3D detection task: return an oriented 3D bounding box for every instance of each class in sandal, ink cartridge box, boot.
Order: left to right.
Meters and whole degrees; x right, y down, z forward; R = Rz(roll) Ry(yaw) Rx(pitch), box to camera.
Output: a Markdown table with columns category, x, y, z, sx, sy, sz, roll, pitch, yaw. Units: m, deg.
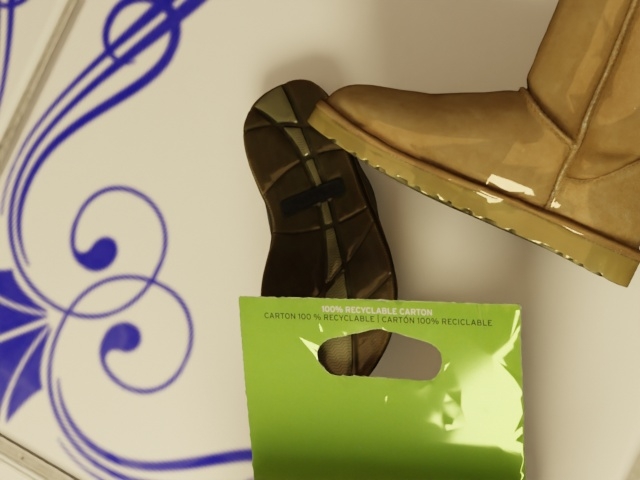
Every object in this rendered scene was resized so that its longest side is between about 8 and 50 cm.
| category | x | y | z | sx | sy | sz | roll | pitch | yaw |
| --- | --- | --- | --- | --- | --- | --- | --- | --- | --- |
| sandal | 0.000 | 0.000 | 1.286 | 0.090 | 0.060 | 0.219 | -21 | 62 | 10 |
| ink cartridge box | 0.025 | 0.169 | 1.186 | 0.188 | 0.097 | 0.255 | 1 | 104 | 20 |
| boot | 0.151 | -0.136 | 1.226 | 0.236 | 0.089 | 0.269 | 25 | 93 | 3 |
